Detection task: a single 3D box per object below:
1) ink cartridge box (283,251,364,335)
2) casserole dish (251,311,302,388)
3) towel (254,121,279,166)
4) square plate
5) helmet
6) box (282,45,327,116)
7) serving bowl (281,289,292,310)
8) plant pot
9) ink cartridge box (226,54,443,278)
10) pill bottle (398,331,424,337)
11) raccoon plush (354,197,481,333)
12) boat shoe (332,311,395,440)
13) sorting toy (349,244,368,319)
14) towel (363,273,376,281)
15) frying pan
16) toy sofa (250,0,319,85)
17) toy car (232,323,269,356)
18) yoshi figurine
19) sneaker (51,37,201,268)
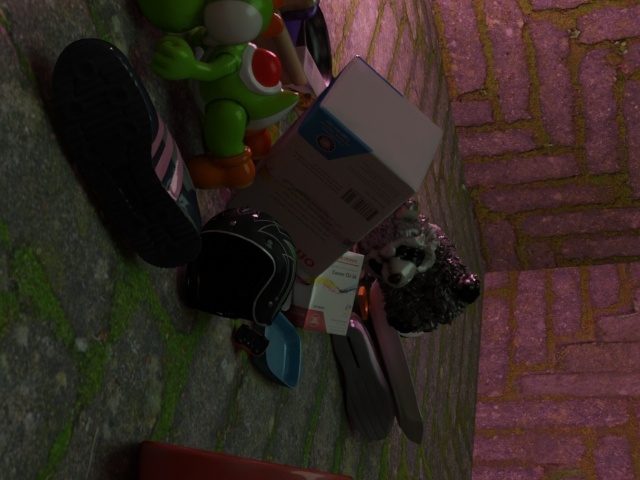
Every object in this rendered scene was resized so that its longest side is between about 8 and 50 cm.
[{"bbox_3d":[0.010,0.070,1.678,0.115,0.067,0.198,13,88,-43],"label":"ink cartridge box"},{"bbox_3d":[-0.078,0.192,1.574,0.188,0.037,0.114,55,34,-59],"label":"casserole dish"},{"bbox_3d":[-0.093,-0.177,1.649,0.102,0.021,0.237,37,51,-66],"label":"towel"},{"bbox_3d":[0.172,0.295,2.108,0.347,0.049,0.343,76,-1,-68],"label":"square plate"},{"bbox_3d":[-0.112,0.034,1.306,0.169,0.170,0.161,22,80,-70],"label":"helmet"},{"bbox_3d":[-0.010,-0.279,1.864,0.324,0.063,0.067,54,37,-58],"label":"box"},{"bbox_3d":[-0.077,0.086,1.616,0.083,0.027,0.083,-5,90,-72],"label":"serving bowl"},{"bbox_3d":[-0.112,0.388,1.098,0.275,0.275,0.243,42,56,-65],"label":"plant pot"},{"bbox_3d":[0.023,-0.116,1.465,0.198,0.270,0.197,41,39,-10],"label":"ink cartridge box"},{"bbox_3d":[0.222,0.187,2.234,0.186,0.112,0.111,100,-13,-83],"label":"pill bottle"},{"bbox_3d":[0.163,0.000,1.928,0.299,0.216,0.446,57,5,-23],"label":"raccoon plush"},{"bbox_3d":[0.104,0.301,2.003,0.094,0.109,0.302,-58,137,-65],"label":"boat shoe"},{"bbox_3d":[0.055,0.008,1.985,0.196,0.047,0.347,-11,92,-81],"label":"sorting toy"},{"bbox_3d":[0.149,-0.021,2.214,0.235,0.121,0.283,38,48,-69],"label":"towel"},{"bbox_3d":[0.004,-0.401,1.963,0.326,0.053,0.197,21,65,-73],"label":"frying pan"},{"bbox_3d":[-0.047,-0.441,1.607,0.150,0.177,0.362,67,24,-44],"label":"toy sofa"},{"bbox_3d":[-0.106,0.134,1.474,0.040,0.060,0.122,117,-11,-58],"label":"toy car"},{"bbox_3d":[-0.168,-0.264,1.279,0.203,0.204,0.362,-22,130,-30],"label":"yoshi figurine"},{"bbox_3d":[-0.234,-0.118,1.097,0.131,0.112,0.319,-100,175,-52],"label":"sneaker"}]
